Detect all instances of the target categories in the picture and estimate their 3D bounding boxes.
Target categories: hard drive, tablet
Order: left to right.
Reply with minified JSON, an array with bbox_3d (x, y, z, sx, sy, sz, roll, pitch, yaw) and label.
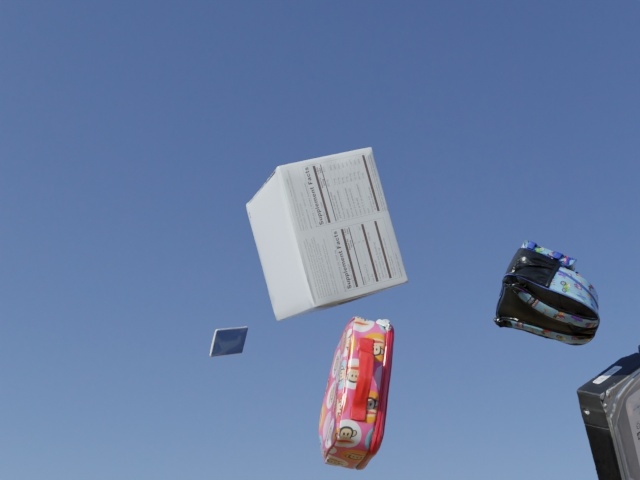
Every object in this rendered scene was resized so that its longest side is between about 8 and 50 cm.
[{"bbox_3d":[-0.168,0.186,1.651,0.006,0.054,0.083,22,13,38],"label":"tablet"},{"bbox_3d":[0.587,0.370,1.597,0.237,0.338,0.064,-24,15,-31],"label":"hard drive"}]

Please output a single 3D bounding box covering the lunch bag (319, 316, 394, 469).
[{"bbox_3d":[0.077,0.309,1.852,0.120,0.293,0.258,11,-28,-2],"label":"lunch bag"}]

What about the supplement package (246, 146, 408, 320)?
[{"bbox_3d":[0.000,0.000,1.352,0.145,0.203,0.262,-14,-5,-15],"label":"supplement package"}]

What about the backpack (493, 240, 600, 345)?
[{"bbox_3d":[0.403,0.099,1.549,0.173,0.116,0.158,21,-34,18],"label":"backpack"}]
